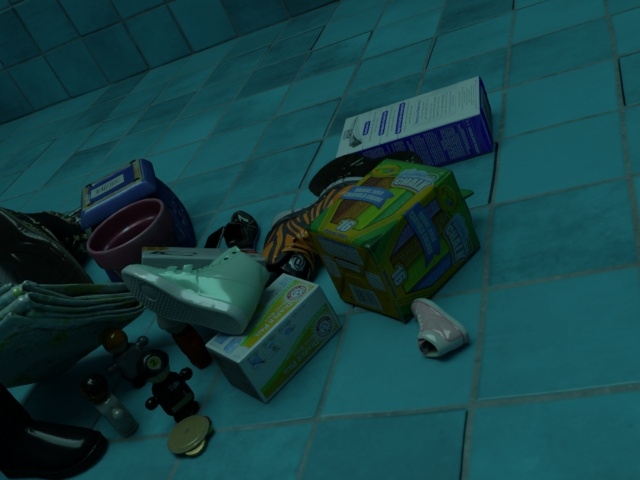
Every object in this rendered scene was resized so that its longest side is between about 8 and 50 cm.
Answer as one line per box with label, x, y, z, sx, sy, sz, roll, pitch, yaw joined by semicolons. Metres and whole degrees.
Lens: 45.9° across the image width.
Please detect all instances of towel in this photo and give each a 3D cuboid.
towel;-0.559;0.196;1.459;0.374;0.090;0.320;-34;-20;24

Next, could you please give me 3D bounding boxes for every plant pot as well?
plant pot;-0.474;-0.060;1.906;0.235;0.212;0.236;-28;30;-2
plant pot;-0.402;0.032;1.732;0.201;0.180;0.201;-20;31;12

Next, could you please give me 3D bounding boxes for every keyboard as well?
keyboard;-0.249;0.065;1.674;0.100;0.038;0.192;-26;40;48

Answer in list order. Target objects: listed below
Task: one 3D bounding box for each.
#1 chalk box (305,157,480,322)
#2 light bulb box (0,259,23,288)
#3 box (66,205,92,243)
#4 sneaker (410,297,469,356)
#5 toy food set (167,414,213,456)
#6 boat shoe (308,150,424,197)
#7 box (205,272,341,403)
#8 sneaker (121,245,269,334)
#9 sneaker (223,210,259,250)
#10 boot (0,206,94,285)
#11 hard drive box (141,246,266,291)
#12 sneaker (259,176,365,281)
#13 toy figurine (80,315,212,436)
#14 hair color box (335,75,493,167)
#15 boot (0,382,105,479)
chalk box;0.154;-0.027;1.367;0.289;0.179;0.180;-42;33;-24
light bulb box;-0.880;0.128;1.772;0.225;0.358;0.361;-41;30;-1
box;-0.629;-0.090;2.239;0.231;0.056;0.183;-37;30;-15
sneaker;0.171;0.141;1.218;0.070;0.051;0.134;-31;33;-17
toy food set;-0.221;0.329;1.280;0.083;0.020;0.083;-10;34;29
boat shoe;0.104;-0.106;1.598;0.324;0.120;0.123;5;50;52
box;-0.079;0.167;1.333;0.203;0.103;0.114;-43;33;-25
sneaker;-0.216;0.068;1.347;0.255;0.094;0.151;17;49;16
sneaker;-0.185;-0.021;1.741;0.067;0.078;0.188;-22;30;10
boot;-0.677;0.036;1.942;0.138;0.377;0.284;-58;-9;7
hard drive box;-0.234;0.066;1.482;0.232;0.089;0.181;2;5;-14
sneaker;0.000;0.000;1.514;0.321;0.124;0.180;-27;30;41
toy figurine;-0.321;0.232;1.384;0.209;0.148;0.213;-17;31;18
hair color box;0.216;-0.243;1.730;0.338;0.110;0.185;-13;34;21
boot;-0.535;0.329;1.351;0.246;0.207;0.094;-13;33;24
